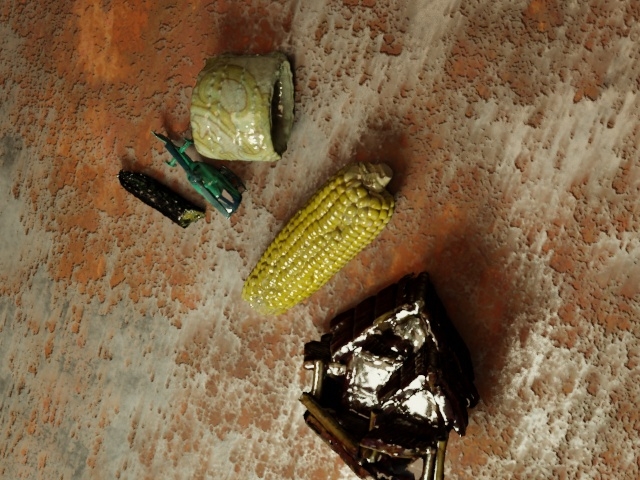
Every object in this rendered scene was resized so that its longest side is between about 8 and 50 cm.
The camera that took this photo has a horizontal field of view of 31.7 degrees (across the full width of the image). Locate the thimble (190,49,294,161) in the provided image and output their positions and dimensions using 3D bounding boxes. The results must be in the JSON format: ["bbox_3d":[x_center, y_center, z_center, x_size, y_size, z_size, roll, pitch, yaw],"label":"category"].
[{"bbox_3d":[-0.128,-0.228,1.890,0.143,0.137,0.190,6,91,19],"label":"thimble"}]

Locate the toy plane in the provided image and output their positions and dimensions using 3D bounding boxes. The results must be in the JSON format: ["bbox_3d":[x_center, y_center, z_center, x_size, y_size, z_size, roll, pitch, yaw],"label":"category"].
[{"bbox_3d":[-0.209,-0.112,1.967,0.235,0.096,0.060,46,110,26],"label":"toy plane"}]

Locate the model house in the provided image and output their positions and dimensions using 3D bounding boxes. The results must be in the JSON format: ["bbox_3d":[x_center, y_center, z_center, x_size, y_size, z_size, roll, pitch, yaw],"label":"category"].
[{"bbox_3d":[0.110,0.207,1.812,0.297,0.317,0.282,17,110,4],"label":"model house"}]

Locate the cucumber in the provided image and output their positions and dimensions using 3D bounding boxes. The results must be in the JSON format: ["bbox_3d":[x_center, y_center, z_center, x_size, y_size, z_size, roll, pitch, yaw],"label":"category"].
[{"bbox_3d":[-0.291,-0.078,2.027,0.181,0.053,0.053,31,109,15],"label":"cucumber"}]

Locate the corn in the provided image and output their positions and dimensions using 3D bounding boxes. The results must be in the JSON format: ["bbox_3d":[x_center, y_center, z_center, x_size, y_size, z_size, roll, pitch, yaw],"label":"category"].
[{"bbox_3d":[0.000,0.000,1.892,0.130,0.130,0.347,46,115,7],"label":"corn"}]
